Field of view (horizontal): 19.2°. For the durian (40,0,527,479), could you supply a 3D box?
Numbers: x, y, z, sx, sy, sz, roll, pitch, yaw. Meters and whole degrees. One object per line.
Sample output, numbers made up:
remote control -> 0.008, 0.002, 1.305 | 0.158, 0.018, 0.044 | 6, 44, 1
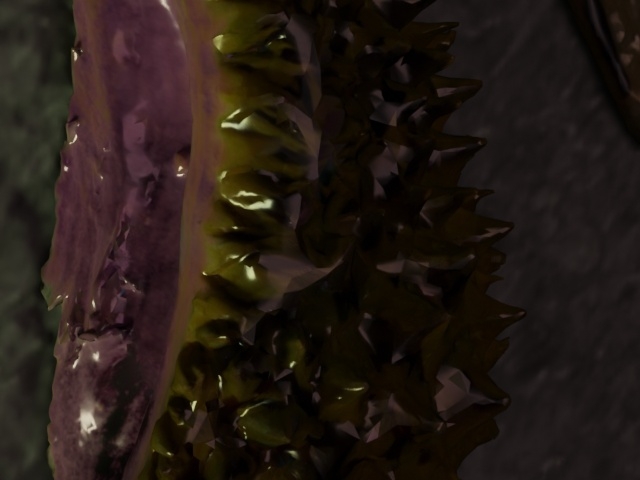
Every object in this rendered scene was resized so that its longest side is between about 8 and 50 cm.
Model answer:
durian -> 0.000, -0.001, 0.683 | 0.191, 0.112, 0.341 | 2, 93, -23

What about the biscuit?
biscuit -> 0.137, -0.100, 0.786 | 0.071, 0.018, 0.147 | -36, 108, -20
